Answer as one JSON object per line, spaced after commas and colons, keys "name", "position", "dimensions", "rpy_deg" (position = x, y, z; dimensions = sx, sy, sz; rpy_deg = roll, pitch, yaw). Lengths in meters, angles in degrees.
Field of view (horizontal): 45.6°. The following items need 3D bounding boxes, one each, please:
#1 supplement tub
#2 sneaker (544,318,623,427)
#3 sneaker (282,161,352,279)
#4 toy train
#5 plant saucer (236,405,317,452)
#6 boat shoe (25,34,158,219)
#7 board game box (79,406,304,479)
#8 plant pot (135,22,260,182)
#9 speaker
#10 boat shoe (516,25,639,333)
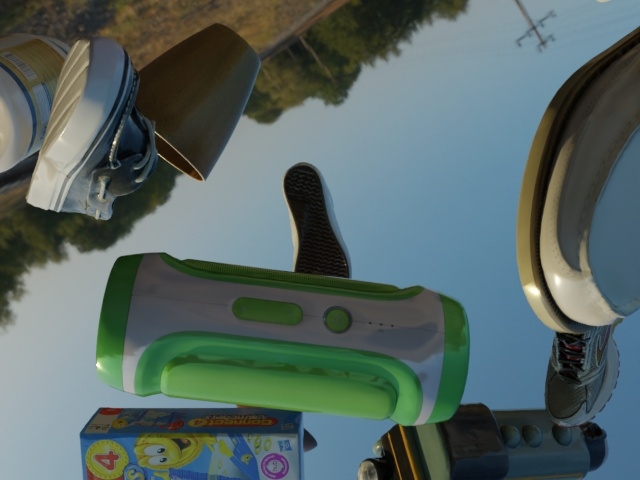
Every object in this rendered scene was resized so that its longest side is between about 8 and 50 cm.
{"name": "supplement tub", "position": [-0.389, -0.178, 0.953], "dimensions": [0.144, 0.144, 0.199], "rpy_deg": [-28, -163, 21]}
{"name": "sneaker", "position": [0.307, 0.113, 0.916], "dimensions": [0.093, 0.225, 0.088], "rpy_deg": [11, -179, -40]}
{"name": "sneaker", "position": [0.000, 0.000, 1.371], "dimensions": [0.106, 0.290, 0.123], "rpy_deg": [-7, -171, 6]}
{"name": "toy train", "position": [0.217, 0.287, 0.983], "dimensions": [0.190, 0.334, 0.142], "rpy_deg": [-52, -140, 45]}
{"name": "plant saucer", "position": [-0.084, 0.333, 1.355], "dimensions": [0.168, 0.168, 0.029], "rpy_deg": [-14, -141, 56]}
{"name": "boat shoe", "position": [-0.229, -0.108, 0.809], "dimensions": [0.335, 0.119, 0.121], "rpy_deg": [-28, -129, 61]}
{"name": "board game box", "position": [-0.173, 0.397, 1.091], "dimensions": [0.302, 0.308, 0.086], "rpy_deg": [-1, -169, 2]}
{"name": "plant pot", "position": [-0.236, -0.281, 1.457], "dimensions": [0.254, 0.237, 0.237], "rpy_deg": [-52, -164, -8]}
{"name": "speaker", "position": [-0.031, 0.085, 0.655], "dimensions": [0.297, 0.131, 0.131], "rpy_deg": [8, -167, -5]}
{"name": "boat shoe", "position": [0.216, -0.072, 0.422], "dimensions": [0.103, 0.113, 0.302], "rpy_deg": [1, -133, 54]}
